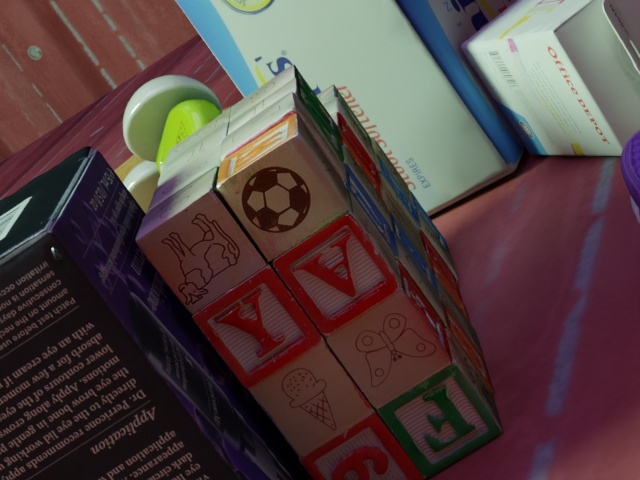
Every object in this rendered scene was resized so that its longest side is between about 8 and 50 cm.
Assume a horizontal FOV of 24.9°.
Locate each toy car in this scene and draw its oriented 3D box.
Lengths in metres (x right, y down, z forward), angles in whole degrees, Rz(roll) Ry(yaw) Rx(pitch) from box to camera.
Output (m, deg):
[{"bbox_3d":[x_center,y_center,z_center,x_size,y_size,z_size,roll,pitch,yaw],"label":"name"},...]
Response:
[{"bbox_3d":[-0.070,-0.030,1.079,0.136,0.182,0.159,-9,47,-20],"label":"toy car"}]

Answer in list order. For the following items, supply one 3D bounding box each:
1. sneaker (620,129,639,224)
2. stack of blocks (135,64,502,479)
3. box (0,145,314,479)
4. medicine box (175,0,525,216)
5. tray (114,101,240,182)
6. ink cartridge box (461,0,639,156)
[{"bbox_3d":[0.196,-0.051,0.631,0.095,0.104,0.236,-40,14,-9],"label":"sneaker"},{"bbox_3d":[0.000,0.000,0.783,0.087,0.171,0.297,-33,14,9],"label":"stack of blocks"},{"bbox_3d":[-0.094,0.082,0.665,0.108,0.207,0.153,-34,16,8],"label":"box"},{"bbox_3d":[0.045,-0.184,1.074,0.149,0.263,0.289,-28,17,30],"label":"medicine box"},{"bbox_3d":[-0.126,-0.052,1.438,0.203,0.076,0.411,-43,17,-28],"label":"tray"},{"bbox_3d":[0.173,-0.114,0.906,0.090,0.092,0.143,-39,16,-14],"label":"ink cartridge box"}]
